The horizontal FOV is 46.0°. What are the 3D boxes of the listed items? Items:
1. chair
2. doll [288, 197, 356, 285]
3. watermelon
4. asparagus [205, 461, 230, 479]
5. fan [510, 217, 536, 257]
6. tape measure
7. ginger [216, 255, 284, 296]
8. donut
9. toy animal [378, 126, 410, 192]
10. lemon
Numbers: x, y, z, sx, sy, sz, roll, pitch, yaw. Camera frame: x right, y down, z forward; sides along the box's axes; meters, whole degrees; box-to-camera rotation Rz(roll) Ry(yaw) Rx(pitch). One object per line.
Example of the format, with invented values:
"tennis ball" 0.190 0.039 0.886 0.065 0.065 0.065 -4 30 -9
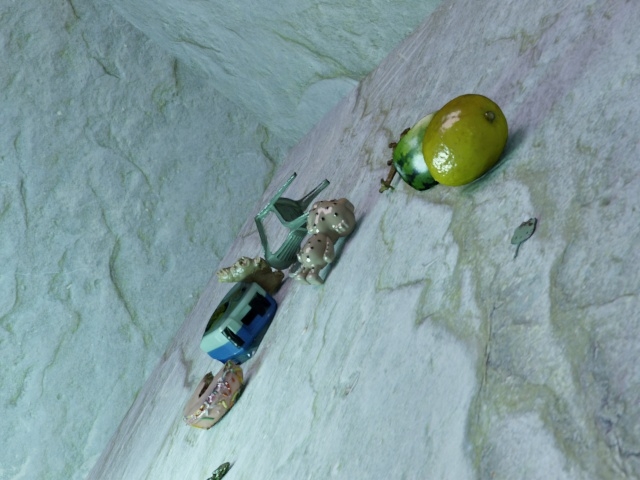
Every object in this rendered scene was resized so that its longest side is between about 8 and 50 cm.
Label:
"chair" -0.083 -0.058 2.458 0.275 0.190 0.203 -41 -27 29
"doll" 0.001 0.001 2.171 0.154 0.119 0.278 9 67 44
"watermelon" 0.290 -0.206 1.818 0.303 0.159 0.128 -44 54 40
"asparagus" -0.289 0.616 1.793 0.236 0.027 0.034 -53 18 -1
"fan" 0.336 -0.003 1.266 0.056 0.004 0.083 -34 24 57
"tape measure" -0.260 0.257 2.395 0.259 0.138 0.262 -30 26 57
"ginger" -0.229 0.111 2.503 0.074 0.213 0.137 -101 35 -71
"donut" -0.306 0.452 2.155 0.233 0.085 0.199 -34 22 55
"toy animal" 0.224 -0.240 2.186 0.149 0.054 0.275 -49 14 30
"lemon" 0.300 -0.210 1.588 0.207 0.170 0.170 -49 12 45
